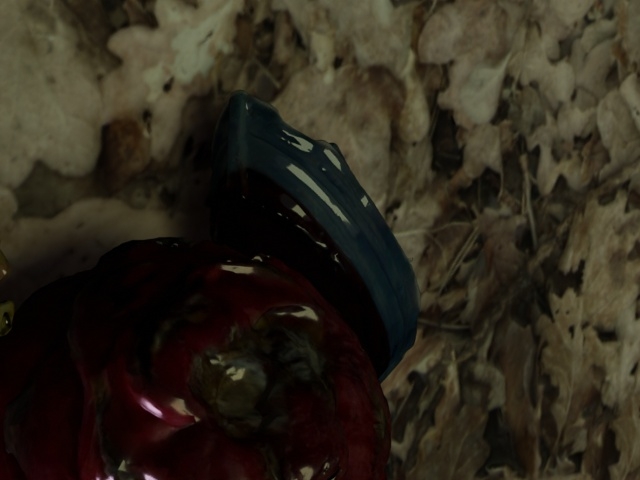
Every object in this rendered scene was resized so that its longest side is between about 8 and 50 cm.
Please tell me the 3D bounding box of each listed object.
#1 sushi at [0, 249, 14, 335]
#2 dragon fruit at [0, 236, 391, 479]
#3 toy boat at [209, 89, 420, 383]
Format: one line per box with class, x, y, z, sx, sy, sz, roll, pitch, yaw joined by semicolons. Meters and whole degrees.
sushi;-0.349;0.079;1.135;0.328;0.285;0.329;9;98;-43
dragon fruit;-0.101;0.151;1.365;0.329;0.329;0.329;-14;112;-38
toy boat;0.000;0.000;1.543;0.309;0.129;0.142;58;36;-36
